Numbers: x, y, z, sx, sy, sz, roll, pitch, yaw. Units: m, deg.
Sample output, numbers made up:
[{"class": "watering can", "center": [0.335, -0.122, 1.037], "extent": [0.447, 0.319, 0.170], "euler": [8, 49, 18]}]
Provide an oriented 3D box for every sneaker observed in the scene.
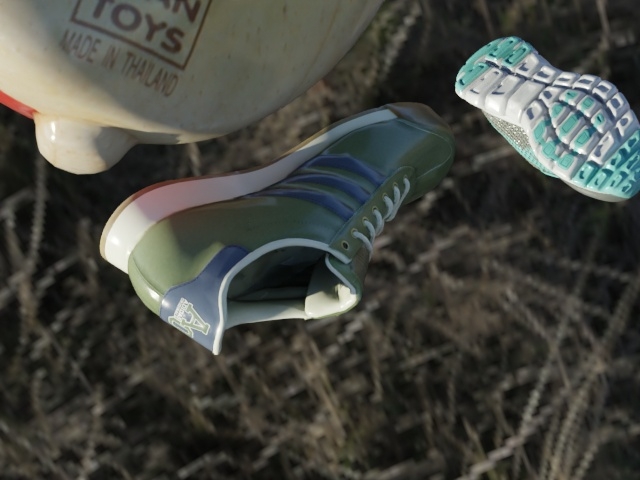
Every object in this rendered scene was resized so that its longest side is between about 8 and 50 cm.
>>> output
[{"class": "sneaker", "center": [0.000, 0.000, 0.930], "extent": [0.192, 0.064, 0.086], "euler": [-19, 52, -30]}, {"class": "sneaker", "center": [0.151, -0.063, 1.197], "extent": [0.065, 0.076, 0.166], "euler": [-42, 39, 1]}]

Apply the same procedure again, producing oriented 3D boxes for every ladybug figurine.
[{"class": "ladybug figurine", "center": [-0.089, -0.238, 0.916], "extent": [0.162, 0.305, 0.449], "euler": [-19, 55, 51]}]
